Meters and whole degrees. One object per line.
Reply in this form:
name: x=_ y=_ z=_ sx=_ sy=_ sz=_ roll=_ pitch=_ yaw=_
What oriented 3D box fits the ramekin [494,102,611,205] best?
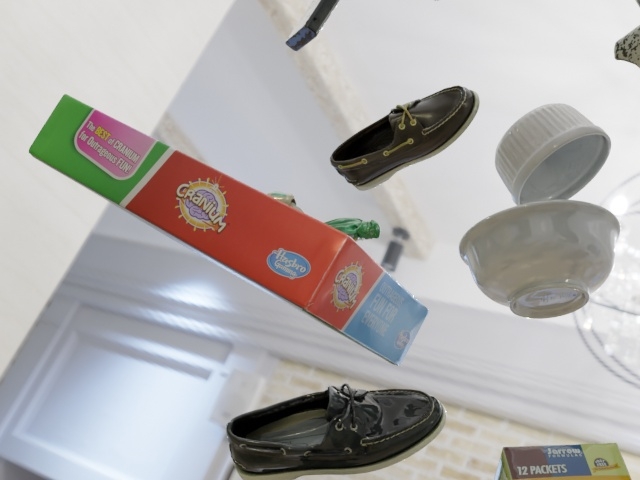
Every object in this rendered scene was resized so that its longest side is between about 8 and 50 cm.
ramekin: x=0.424 y=-0.160 z=1.569 sx=0.109 sy=0.207 sz=0.207 roll=58 pitch=-7 yaw=31

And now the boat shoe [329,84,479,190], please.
boat shoe: x=0.114 y=-0.149 z=1.174 sx=0.227 sy=0.081 sz=0.068 roll=-33 pitch=-46 yaw=29

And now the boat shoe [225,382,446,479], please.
boat shoe: x=0.014 y=0.272 z=1.265 sx=0.339 sy=0.127 sz=0.113 roll=-12 pitch=-56 yaw=15

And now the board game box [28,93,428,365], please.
board game box: x=-0.076 y=-0.004 z=0.771 sx=0.316 sy=0.064 sz=0.242 roll=27 pitch=-6 yaw=27

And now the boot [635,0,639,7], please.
boot: x=0.780 y=-0.461 z=1.392 sx=0.445 sy=0.146 sz=0.367 roll=-32 pitch=-15 yaw=31

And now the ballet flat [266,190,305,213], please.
ballet flat: x=-0.033 y=-0.001 z=1.186 sx=0.052 sy=0.057 sz=0.168 roll=-3 pitch=-44 yaw=24

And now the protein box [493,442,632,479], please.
protein box: x=0.272 y=0.367 z=0.926 sx=0.135 sy=0.201 sz=0.200 roll=-1 pitch=-50 yaw=-4

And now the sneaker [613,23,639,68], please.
sneaker: x=0.558 y=-0.164 z=1.180 sx=0.182 sy=0.158 sz=0.410 roll=-25 pitch=-81 yaw=49

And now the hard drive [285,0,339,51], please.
hard drive: x=0.009 y=-0.314 z=1.089 sx=0.022 sy=0.135 sz=0.094 roll=34 pitch=-11 yaw=-15

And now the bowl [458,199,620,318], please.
bowl: x=0.408 y=0.056 z=1.538 sx=0.297 sy=0.134 sz=0.298 roll=-1 pitch=-28 yaw=-1

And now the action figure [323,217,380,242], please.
action figure: x=0.000 y=0.000 z=1.474 sx=0.232 sy=0.137 sz=0.064 roll=-12 pitch=-81 yaw=29
